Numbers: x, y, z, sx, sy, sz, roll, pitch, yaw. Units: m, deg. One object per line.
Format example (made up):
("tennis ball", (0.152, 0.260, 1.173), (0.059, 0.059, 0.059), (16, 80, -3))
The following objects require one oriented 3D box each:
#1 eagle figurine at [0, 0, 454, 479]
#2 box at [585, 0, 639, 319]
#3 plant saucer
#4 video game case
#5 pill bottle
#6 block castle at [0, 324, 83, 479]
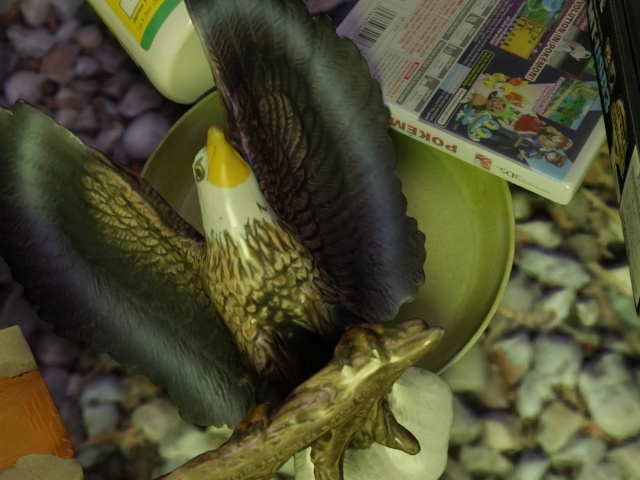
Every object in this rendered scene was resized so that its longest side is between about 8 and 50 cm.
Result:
("eagle figurine", (-0.045, 0.004, 0.891), (0.226, 0.225, 0.298), (3, 33, -30))
("box", (0.315, -0.082, 0.939), (0.295, 0.073, 0.293), (2, 52, -2))
("plant saucer", (0.000, 0.000, 0.997), (0.241, 0.037, 0.241), (-2, 66, 4))
("video game case", (0.116, -0.130, 1.028), (0.183, 0.023, 0.201), (25, 55, 15))
("pill bottle", (-0.112, -0.199, 1.051), (0.117, 0.117, 0.208), (-35, 67, -11))
("block castle", (-0.321, 0.121, 0.822), (0.303, 0.213, 0.453), (-14, 56, -31))
